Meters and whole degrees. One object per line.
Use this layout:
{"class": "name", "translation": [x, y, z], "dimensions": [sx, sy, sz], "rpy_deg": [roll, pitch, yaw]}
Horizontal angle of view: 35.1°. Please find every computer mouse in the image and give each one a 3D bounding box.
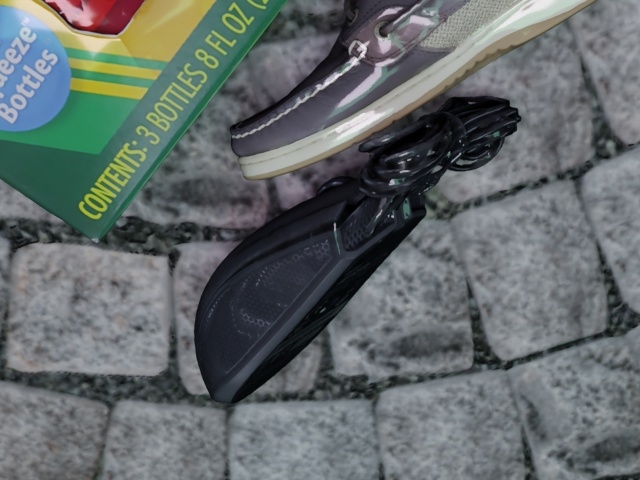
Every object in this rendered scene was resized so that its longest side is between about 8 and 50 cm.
{"class": "computer mouse", "translation": [0.000, 0.000, 0.651], "dimensions": [0.072, 0.188, 0.272], "rpy_deg": [47, 119, 9]}

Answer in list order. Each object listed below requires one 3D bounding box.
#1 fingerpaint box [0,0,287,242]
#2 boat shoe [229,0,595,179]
{"class": "fingerpaint box", "translation": [-0.125, -0.284, 0.482], "dimensions": [0.371, 0.163, 0.445], "rpy_deg": [37, 109, -16]}
{"class": "boat shoe", "translation": [0.059, -0.137, 0.609], "dimensions": [0.285, 0.103, 0.092], "rpy_deg": [-31, 104, 10]}
